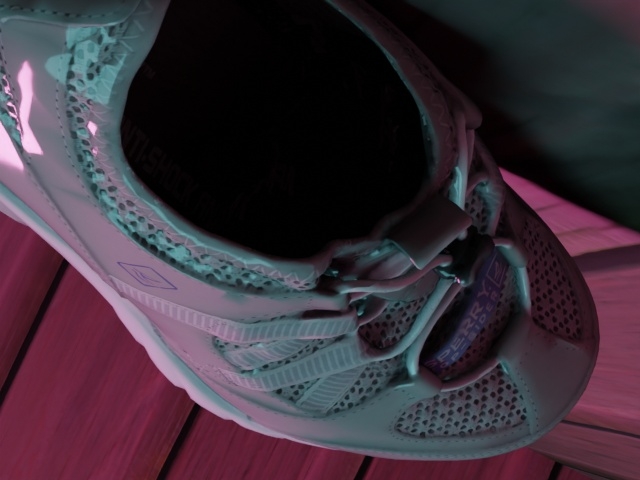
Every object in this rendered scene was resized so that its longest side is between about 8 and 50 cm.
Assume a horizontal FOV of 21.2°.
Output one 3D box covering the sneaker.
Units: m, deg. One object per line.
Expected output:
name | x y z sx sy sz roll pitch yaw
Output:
sneaker | 0.000 0.000 0.437 0.115 0.105 0.281 20 172 45
